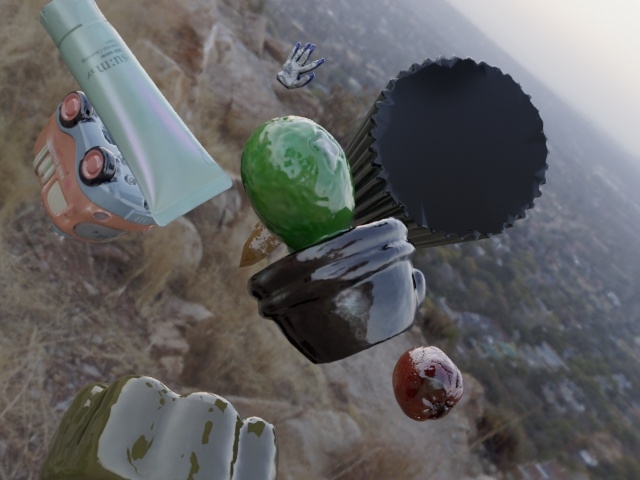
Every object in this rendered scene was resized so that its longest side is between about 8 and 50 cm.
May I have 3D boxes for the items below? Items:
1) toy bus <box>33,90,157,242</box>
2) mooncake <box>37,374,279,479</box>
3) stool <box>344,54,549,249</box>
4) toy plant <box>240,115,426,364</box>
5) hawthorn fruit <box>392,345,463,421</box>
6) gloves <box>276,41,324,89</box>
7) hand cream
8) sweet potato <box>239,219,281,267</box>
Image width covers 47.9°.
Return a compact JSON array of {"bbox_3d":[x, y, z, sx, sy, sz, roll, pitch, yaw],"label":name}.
[{"bbox_3d":[-0.420,-0.122,1.334,0.194,0.232,0.287,21,39,-60],"label":"toy bus"},{"bbox_3d":[-0.245,0.366,1.157,0.378,0.378,0.200,33,47,-22],"label":"mooncake"},{"bbox_3d":[0.183,-0.122,1.250,0.297,0.297,0.330,39,-14,-4],"label":"stool"},{"bbox_3d":[0.000,0.000,0.728,0.218,0.175,0.235,78,-11,-84],"label":"toy plant"},{"bbox_3d":[0.213,0.282,1.472,0.148,0.148,0.172,26,27,-36],"label":"hawthorn fruit"},{"bbox_3d":[-0.033,-0.287,1.193,0.064,0.086,0.026,41,15,18],"label":"gloves"},{"bbox_3d":[-0.160,-0.113,0.605,0.078,0.050,0.205,-35,91,-30],"label":"hand cream"},{"bbox_3d":[-0.088,-0.024,1.395,0.068,0.206,0.060,48,-6,27],"label":"sweet potato"}]
